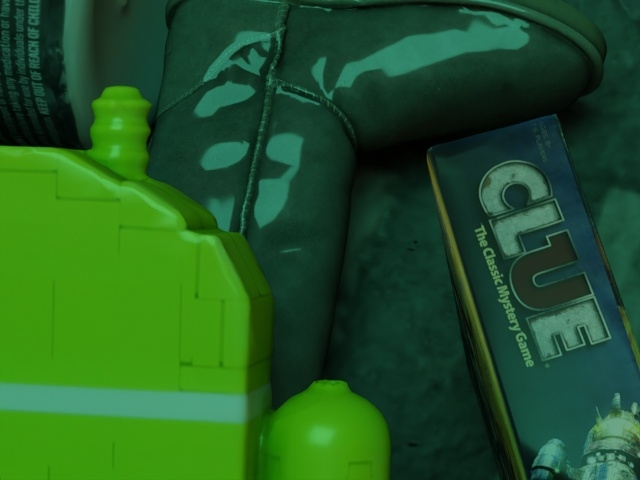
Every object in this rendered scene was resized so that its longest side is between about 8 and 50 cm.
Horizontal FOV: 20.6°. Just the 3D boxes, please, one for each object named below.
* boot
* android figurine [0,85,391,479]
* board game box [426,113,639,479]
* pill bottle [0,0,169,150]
[{"bbox_3d":[0.001,0.001,0.651,0.189,0.076,0.209,4,61,14],"label":"boot"},{"bbox_3d":[-0.101,0.084,0.576,0.248,0.056,0.273,0,90,10],"label":"android figurine"},{"bbox_3d":[0.088,0.107,0.529,0.042,0.165,0.243,-15,62,1],"label":"board game box"},{"bbox_3d":[-0.184,-0.114,0.707,0.245,0.130,0.130,10,65,14],"label":"pill bottle"}]
